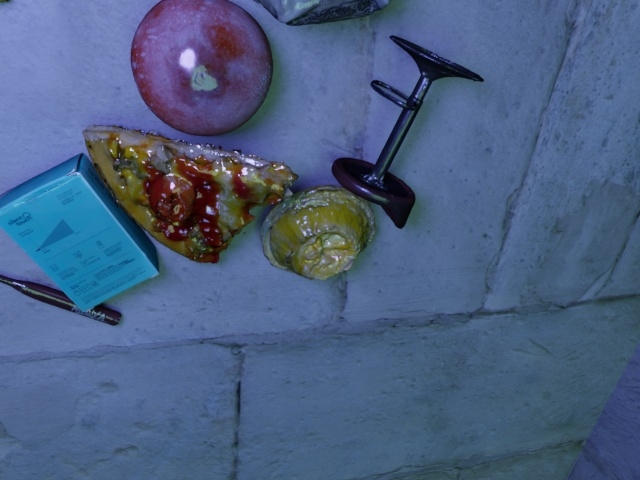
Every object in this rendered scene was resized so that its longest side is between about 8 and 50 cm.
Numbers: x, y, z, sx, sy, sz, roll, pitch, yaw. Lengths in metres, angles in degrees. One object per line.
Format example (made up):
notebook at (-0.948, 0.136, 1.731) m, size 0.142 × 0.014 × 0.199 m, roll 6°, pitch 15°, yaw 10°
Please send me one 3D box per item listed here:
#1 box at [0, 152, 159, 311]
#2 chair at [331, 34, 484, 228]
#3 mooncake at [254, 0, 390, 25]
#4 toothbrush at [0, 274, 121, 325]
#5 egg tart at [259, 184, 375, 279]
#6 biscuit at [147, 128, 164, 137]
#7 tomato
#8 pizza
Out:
box at (-0.527, -0.014, 1.217) m, size 0.205 × 0.118 × 0.311 m, roll -29°, pitch 127°, yaw -2°
chair at (0.176, -0.231, 1.255) m, size 0.227 × 0.226 × 0.400 m, roll 12°, pitch 118°, yaw -25°
mooncake at (-0.004, -0.476, 1.014) m, size 0.255 × 0.250 × 0.136 m, roll -14°, pitch 123°, yaw -12°
toothbrush at (-0.654, 0.132, 1.318) m, size 0.364 × 0.040 × 0.040 m, roll 28°, pitch 110°, yaw -31°
egg tart at (0.000, 0.000, 1.383) m, size 0.315 × 0.120 × 0.314 m, roll -9°, pitch 134°, yaw -9°
biscuit at (-0.306, -0.167, 1.231) m, size 0.061 × 0.055 × 0.219 m, roll -36°, pitch 128°, yaw 25°
tomato at (-0.224, -0.328, 1.050) m, size 0.271 × 0.227 × 0.270 m, roll -7°, pitch 122°, yaw -12°
pizza at (-0.249, -0.098, 1.163) m, size 0.407 × 0.130 × 0.439 m, roll -10°, pitch 139°, yaw 24°
